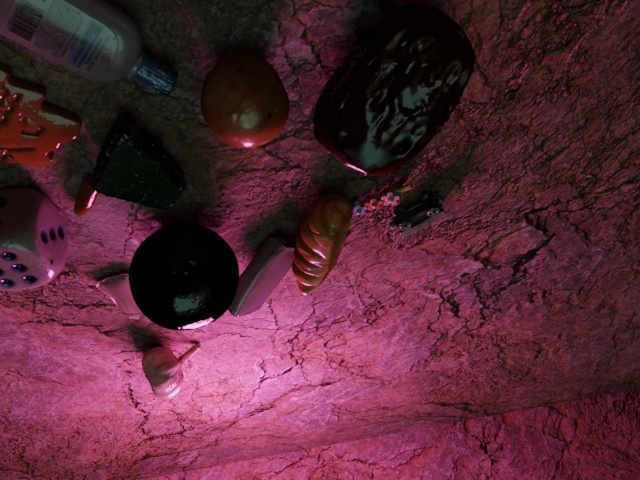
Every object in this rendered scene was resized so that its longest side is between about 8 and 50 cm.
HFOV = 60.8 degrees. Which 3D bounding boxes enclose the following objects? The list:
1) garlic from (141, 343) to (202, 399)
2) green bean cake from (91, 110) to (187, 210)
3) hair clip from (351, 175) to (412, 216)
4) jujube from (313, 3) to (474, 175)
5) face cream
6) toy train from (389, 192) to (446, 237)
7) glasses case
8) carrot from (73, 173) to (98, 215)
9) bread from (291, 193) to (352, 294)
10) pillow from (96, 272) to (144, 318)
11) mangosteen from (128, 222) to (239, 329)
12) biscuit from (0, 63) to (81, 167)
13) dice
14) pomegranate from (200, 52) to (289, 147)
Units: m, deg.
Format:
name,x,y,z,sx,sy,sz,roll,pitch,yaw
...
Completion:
name,x,y,z,sx,sy,sz,roll,pitch,yaw
garlic,-0.527,0.452,1.983,0.226,0.199,0.199,-29,147,-24
green bean cake,-0.405,-0.180,1.271,0.208,0.107,0.193,19,129,-33
hair clip,0.158,-0.112,1.525,0.214,0.056,0.062,-26,138,18
jujube,0.144,-0.300,1.145,0.258,0.258,0.377,18,131,-31
face cream,-0.433,-0.383,1.038,0.336,0.080,0.163,24,128,-36
toy train,0.287,-0.073,1.597,0.172,0.070,0.099,-28,145,18
glasses case,-0.173,0.102,1.675,0.128,0.083,0.308,8,127,-50
carrot,-0.584,-0.106,1.367,0.048,0.048,0.139,16,136,-30
bread,0.000,0.000,1.546,0.121,0.173,0.311,29,133,13
pillow,-0.597,0.178,1.709,0.130,0.038,0.233,-12,140,6
mangosteen,-0.379,0.101,1.487,0.297,0.297,0.313,20,157,-32
biscuit,-0.683,-0.268,1.146,0.283,0.043,0.306,-16,141,6
dice,-0.750,-0.002,1.336,0.194,0.192,0.193,-7,140,-3
pomegranate,-0.160,-0.287,1.138,0.191,0.191,0.191,-7,141,-5
